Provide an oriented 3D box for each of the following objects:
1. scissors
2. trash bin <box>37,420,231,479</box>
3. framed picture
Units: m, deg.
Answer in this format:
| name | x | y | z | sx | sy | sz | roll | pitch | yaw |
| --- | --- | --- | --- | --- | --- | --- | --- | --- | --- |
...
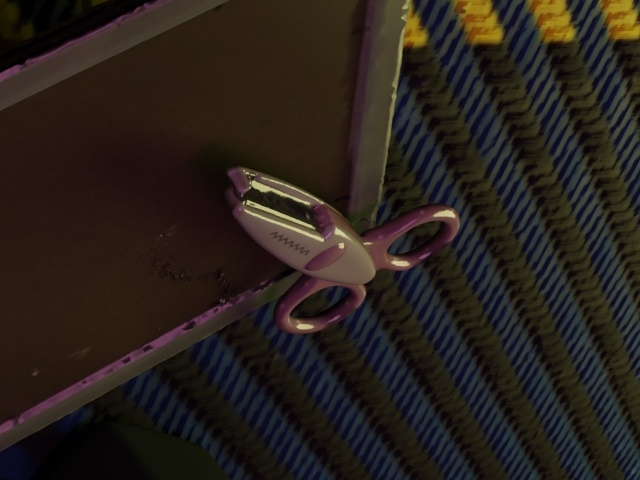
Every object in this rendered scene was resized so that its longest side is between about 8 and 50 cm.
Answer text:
| name | x | y | z | sx | sy | sz | roll | pitch | yaw |
| --- | --- | --- | --- | --- | --- | --- | --- | --- | --- |
| scissors | 0.000 | 0.000 | 0.652 | 0.085 | 0.022 | 0.176 | -33 | 161 | 9 |
| trash bin | -0.055 | 0.206 | 0.682 | 0.177 | 0.236 | 0.101 | -51 | 144 | 13 |
| framed picture | -0.097 | 0.007 | 0.582 | 0.293 | 0.018 | 0.231 | -28 | 155 | -19 |
